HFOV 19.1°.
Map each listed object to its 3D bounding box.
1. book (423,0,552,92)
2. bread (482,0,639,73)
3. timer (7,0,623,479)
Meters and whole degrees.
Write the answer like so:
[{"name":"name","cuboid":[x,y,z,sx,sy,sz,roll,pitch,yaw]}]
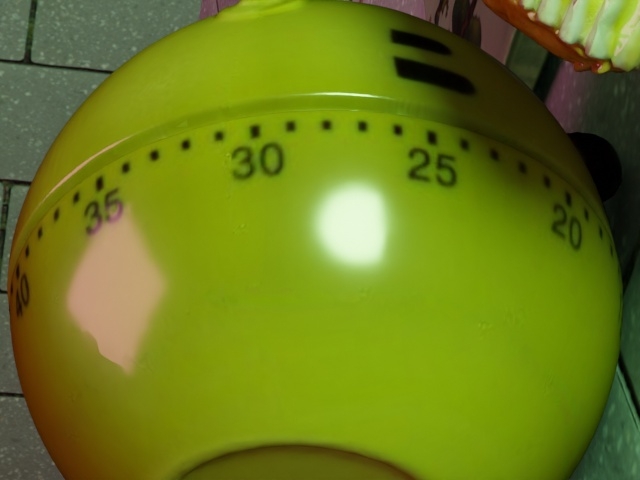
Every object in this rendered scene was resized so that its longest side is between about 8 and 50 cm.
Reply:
[{"name":"book","cuboid":[0.131,-0.227,1.258,0.371,0.043,0.260,107,164,-45]},{"name":"bread","cuboid":[0.140,-0.163,0.860,0.250,0.179,0.133,-117,42,-53]},{"name":"timer","cuboid":[0.000,0.000,1.075,0.376,0.376,0.387,109,165,-49]}]
